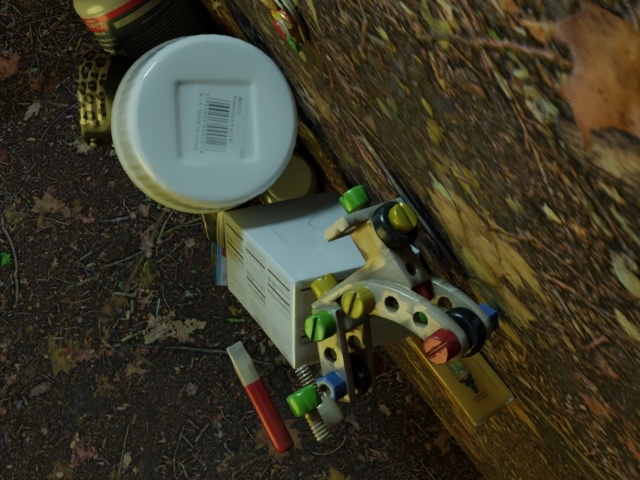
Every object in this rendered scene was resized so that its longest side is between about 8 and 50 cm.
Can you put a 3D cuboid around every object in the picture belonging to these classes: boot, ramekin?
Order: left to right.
[{"bbox_3d":[-0.274,-0.171,1.436,0.284,0.138,0.377,11,132,13],"label":"boot"},{"bbox_3d":[-0.167,-0.174,1.186,0.277,0.277,0.135,55,168,-14],"label":"ramekin"}]

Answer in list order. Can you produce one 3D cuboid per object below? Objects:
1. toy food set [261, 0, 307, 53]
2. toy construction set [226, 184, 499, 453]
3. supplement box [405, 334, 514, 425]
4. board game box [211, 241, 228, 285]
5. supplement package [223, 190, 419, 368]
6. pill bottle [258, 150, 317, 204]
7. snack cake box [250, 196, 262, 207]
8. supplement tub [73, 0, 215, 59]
[{"bbox_3d":[-0.043,-0.249,0.875,0.082,0.020,0.083,50,174,39],"label":"toy food set"},{"bbox_3d":[0.028,0.079,0.971,0.237,0.309,0.257,62,158,2],"label":"toy construction set"},{"bbox_3d":[0.201,0.179,1.257,0.233,0.078,0.080,53,176,17],"label":"supplement box"},{"bbox_3d":[-0.078,0.039,1.724,0.302,0.308,0.086,-147,61,-79],"label":"board game box"},{"bbox_3d":[-0.005,0.048,1.212,0.262,0.204,0.145,41,137,53],"label":"supplement package"},{"bbox_3d":[-0.067,-0.113,1.543,0.117,0.117,0.208,54,176,-2],"label":"pill bottle"},{"bbox_3d":[-0.178,-0.161,1.668,0.152,0.089,0.264,58,-151,-61],"label":"snack cake box"},{"bbox_3d":[-0.307,-0.384,1.479,0.272,0.191,0.191,57,174,-37],"label":"supplement tub"}]
